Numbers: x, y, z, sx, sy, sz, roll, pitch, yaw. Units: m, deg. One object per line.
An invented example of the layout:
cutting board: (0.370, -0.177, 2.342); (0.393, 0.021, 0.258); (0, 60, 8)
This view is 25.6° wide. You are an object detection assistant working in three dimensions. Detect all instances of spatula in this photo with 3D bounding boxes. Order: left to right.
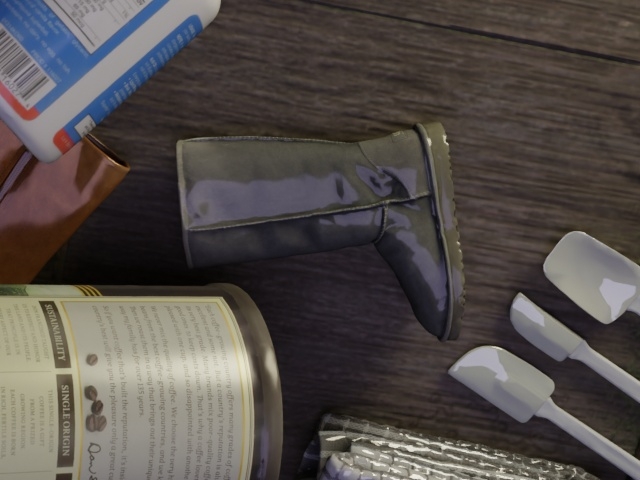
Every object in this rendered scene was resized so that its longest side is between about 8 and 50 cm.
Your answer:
spatula: (0.250, 0.112, 1.177); (0.242, 0.019, 0.168); (34, 104, -15)

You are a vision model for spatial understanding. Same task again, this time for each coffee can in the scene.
coffee can: (-0.192, 0.129, 1.008); (0.275, 0.201, 0.202); (2, 112, -28)

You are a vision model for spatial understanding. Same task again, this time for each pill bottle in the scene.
pill bottle: (-0.148, -0.168, 0.974); (0.221, 0.124, 0.124); (-42, 109, -6)

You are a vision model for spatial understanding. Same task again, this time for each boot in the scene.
boot: (-0.323, -0.017, 1.047); (0.264, 0.096, 0.280); (32, 104, -14)
boot: (0.000, 0.001, 1.087); (0.208, 0.076, 0.190); (-10, 97, -8)

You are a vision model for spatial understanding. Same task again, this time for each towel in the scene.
towel: (0.091, 0.281, 1.180); (0.283, 0.121, 0.235); (15, 110, -11)
